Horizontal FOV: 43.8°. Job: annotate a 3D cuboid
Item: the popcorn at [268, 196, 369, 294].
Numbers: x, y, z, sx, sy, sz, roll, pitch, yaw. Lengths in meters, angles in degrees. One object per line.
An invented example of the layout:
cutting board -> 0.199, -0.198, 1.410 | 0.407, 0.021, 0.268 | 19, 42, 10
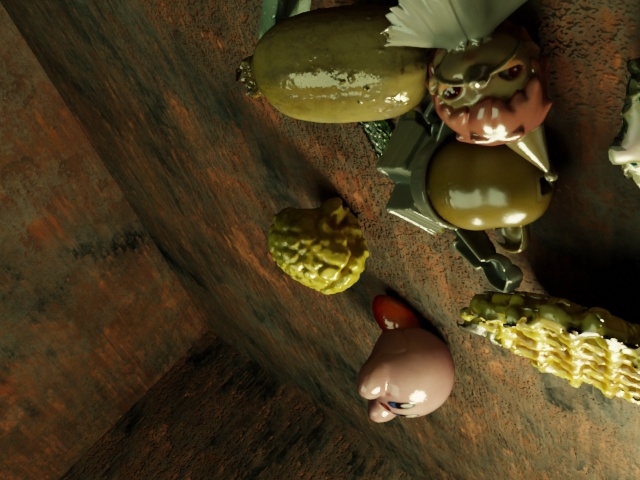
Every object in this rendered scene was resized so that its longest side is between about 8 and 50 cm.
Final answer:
popcorn -> 0.000, 0.000, 1.755 | 0.200, 0.203, 0.226 | 30, -174, -43

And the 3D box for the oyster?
oyster -> 0.428, -0.099, 0.929 | 0.259, 0.092, 0.198 | 40, 161, -12

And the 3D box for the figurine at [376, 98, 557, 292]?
figurine -> 0.226, -0.091, 1.200 | 0.343, 0.167, 0.285 | 54, 158, -23

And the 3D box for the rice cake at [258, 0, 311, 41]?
rice cake -> -0.052, -0.370, 1.273 | 0.038, 0.124, 0.211 | 33, 152, 8

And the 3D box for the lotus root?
lotus root -> 0.010, -0.260, 1.194 | 0.342, 0.151, 0.169 | 1, 118, 25

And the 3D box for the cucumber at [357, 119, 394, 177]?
cucumber -> 0.097, -0.200, 1.399 | 0.058, 0.058, 0.187 | 11, 139, 56

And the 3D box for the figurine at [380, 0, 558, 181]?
figurine -> 0.195, -0.220, 0.985 | 0.207, 0.166, 0.387 | -18, 117, 19

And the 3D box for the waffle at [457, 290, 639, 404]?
waffle -> 0.430, 0.172, 1.282 | 0.382, 0.095, 0.379 | 27, 169, -24

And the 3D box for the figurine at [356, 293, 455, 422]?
figurine -> 0.221, 0.302, 1.928 | 0.211, 0.261, 0.270 | 3, 141, 20
